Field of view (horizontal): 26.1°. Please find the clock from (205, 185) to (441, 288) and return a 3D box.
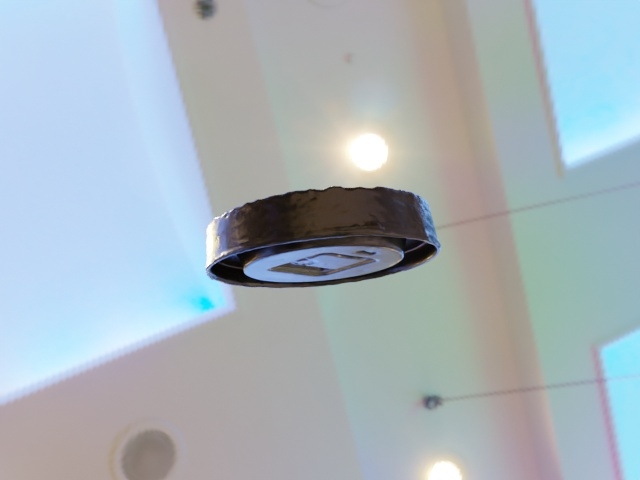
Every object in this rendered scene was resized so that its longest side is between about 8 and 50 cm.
[{"bbox_3d":[0.000,0.000,1.073,0.185,0.184,0.040,2,-105,-31],"label":"clock"}]
